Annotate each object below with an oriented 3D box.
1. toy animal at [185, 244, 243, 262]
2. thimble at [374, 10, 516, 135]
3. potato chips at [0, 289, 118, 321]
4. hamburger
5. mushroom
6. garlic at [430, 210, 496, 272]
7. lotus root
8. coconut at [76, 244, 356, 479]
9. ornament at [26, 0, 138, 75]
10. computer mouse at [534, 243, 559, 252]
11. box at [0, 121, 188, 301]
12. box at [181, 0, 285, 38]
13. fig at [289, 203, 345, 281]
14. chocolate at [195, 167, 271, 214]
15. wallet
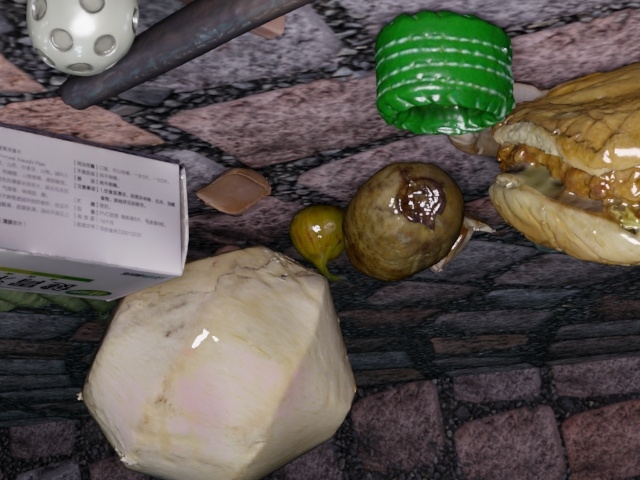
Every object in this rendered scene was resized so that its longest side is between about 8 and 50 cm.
[{"bbox_3d":[-0.163,0.094,1.763,0.248,0.149,0.165,-18,125,32],"label":"toy animal"},{"bbox_3d":[0.112,-0.150,1.075,0.130,0.090,0.118,2,166,-12],"label":"thimble"},{"bbox_3d":[-0.458,0.066,1.736,0.373,0.097,0.389,-5,164,-15],"label":"potato chips"},{"bbox_3d":[0.290,-0.076,1.073,0.259,0.145,0.283,-17,-169,-8],"label":"hamburger"},{"bbox_3d":[0.202,-0.119,1.236,0.209,0.072,0.094,9,159,-26],"label":"mushroom"},{"bbox_3d":[0.173,-0.008,1.628,0.113,0.074,0.094,5,128,-47],"label":"garlic"},{"bbox_3d":[0.101,-0.018,1.481,0.145,0.128,0.260,-11,167,-9],"label":"lotus root"},{"bbox_3d":[-0.118,0.163,1.531,0.352,0.353,0.352,-3,164,-1],"label":"coconut"},{"bbox_3d":[-0.158,-0.183,0.780,0.081,0.156,0.075,-14,160,33],"label":"ornament"},{"bbox_3d":[0.340,-0.041,1.503,0.159,0.097,0.288,-9,175,15],"label":"computer mouse"},{"bbox_3d":[-0.325,-0.029,1.331,0.333,0.145,0.173,10,162,-40],"label":"box"},{"bbox_3d":[-0.073,-0.198,0.942,0.025,0.048,0.115,-5,167,41],"label":"box"},{"bbox_3d":[0.000,0.000,1.577,0.082,0.098,0.084,-12,154,33],"label":"fig"},{"bbox_3d":[-0.104,-0.067,1.442,0.064,0.031,0.100,24,150,-23],"label":"chocolate"},{"bbox_3d":[-0.025,-0.180,0.818,0.321,0.044,0.170,-22,-167,23],"label":"wallet"}]
